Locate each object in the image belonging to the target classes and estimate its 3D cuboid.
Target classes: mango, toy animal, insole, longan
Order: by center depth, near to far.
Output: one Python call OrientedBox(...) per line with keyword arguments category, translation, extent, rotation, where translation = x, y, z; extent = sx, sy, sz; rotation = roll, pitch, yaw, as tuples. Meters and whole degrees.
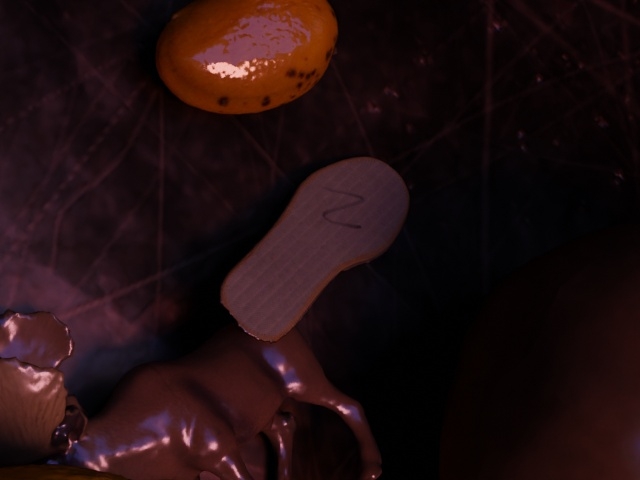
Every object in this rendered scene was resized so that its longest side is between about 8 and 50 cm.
OrientedBox(category="toy animal", translation=(-0.087, 0.097, 0.961), extent=(0.214, 0.094, 0.186), rotation=(-36, 98, -43))
OrientedBox(category="longan", translation=(0.201, 0.128, 1.009), extent=(0.297, 0.297, 0.297), rotation=(7, 75, -29))
OrientedBox(category="insole", translation=(0.000, 0.000, 1.041), extent=(0.064, 0.004, 0.188), rotation=(45, 42, 0))
OrientedBox(category="mango", translation=(-0.042, -0.112, 1.047), extent=(0.114, 0.057, 0.079), rotation=(-17, 95, -29))

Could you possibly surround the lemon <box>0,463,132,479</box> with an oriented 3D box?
OrientedBox(category="lemon", translation=(-0.106, 0.220, 0.832), extent=(0.219, 0.240, 0.240), rotation=(-5, 82, -40))
